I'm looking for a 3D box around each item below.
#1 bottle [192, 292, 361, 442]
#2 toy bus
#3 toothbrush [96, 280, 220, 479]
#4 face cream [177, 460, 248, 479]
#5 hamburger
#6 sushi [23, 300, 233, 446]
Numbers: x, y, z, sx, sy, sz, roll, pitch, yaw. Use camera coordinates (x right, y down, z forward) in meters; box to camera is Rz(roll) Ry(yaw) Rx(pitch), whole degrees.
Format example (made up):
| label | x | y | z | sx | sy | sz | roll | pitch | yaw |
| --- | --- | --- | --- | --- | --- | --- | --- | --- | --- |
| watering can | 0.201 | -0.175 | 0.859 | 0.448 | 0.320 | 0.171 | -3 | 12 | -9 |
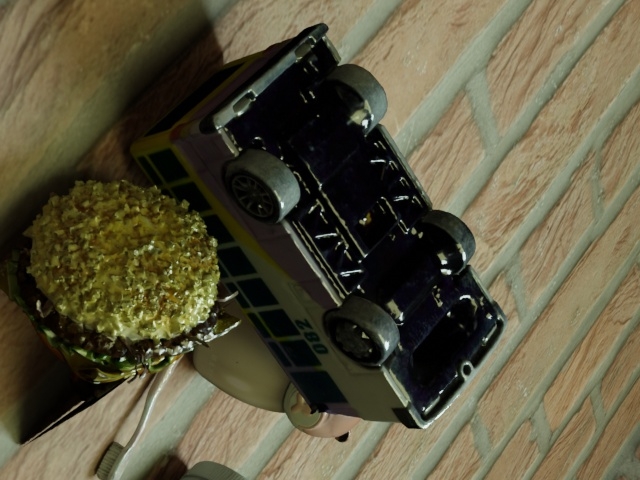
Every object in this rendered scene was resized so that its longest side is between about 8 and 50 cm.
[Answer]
| label | x | y | z | sx | sy | sz | roll | pitch | yaw |
| --- | --- | --- | --- | --- | --- | --- | --- | --- | --- |
| bottle | -0.038 | 0.171 | 1.780 | 0.147 | 0.236 | 0.147 | -44 | 153 | -29 |
| toy bus | 0.000 | 0.000 | 1.584 | 0.209 | 0.249 | 0.440 | -47 | 112 | -33 |
| toothbrush | -0.207 | 0.176 | 1.756 | 0.307 | 0.029 | 0.025 | -62 | 159 | -9 |
| face cream | -0.159 | 0.431 | 1.830 | 0.187 | 0.201 | 0.201 | -44 | 142 | -31 |
| hamburger | -0.210 | 0.039 | 1.448 | 0.243 | 0.262 | 0.138 | -26 | 151 | -42 |
| sushi | -0.240 | 0.139 | 1.579 | 0.219 | 0.047 | 0.231 | -37 | -178 | -38 |
